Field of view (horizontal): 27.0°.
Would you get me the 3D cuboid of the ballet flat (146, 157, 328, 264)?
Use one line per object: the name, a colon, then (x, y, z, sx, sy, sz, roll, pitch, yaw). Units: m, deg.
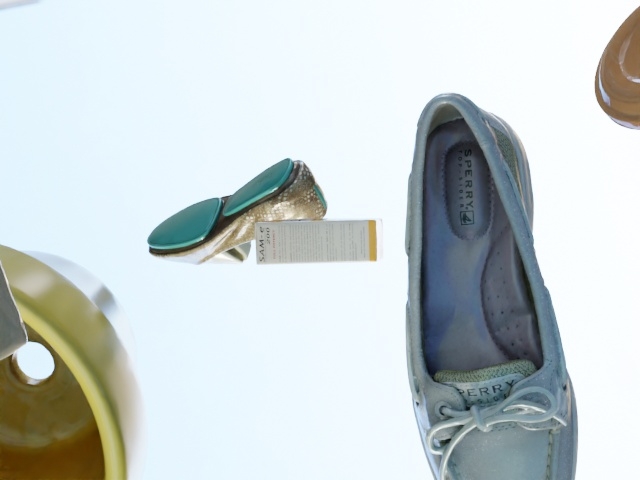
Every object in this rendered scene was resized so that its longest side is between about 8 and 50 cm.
ballet flat: (-0.074, -0.010, 1.206, 0.067, 0.206, 0.073, 45, -132, -24)

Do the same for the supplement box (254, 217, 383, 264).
supplement box: (0.000, 0.000, 1.088, 0.062, 0.098, 0.036, -17, -75, -82)

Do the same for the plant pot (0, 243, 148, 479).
plant pot: (-0.229, 0.111, 0.914, 0.239, 0.253, 0.254, -63, -36, -76)

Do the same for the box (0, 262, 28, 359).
box: (-0.254, -0.069, 0.539, 0.148, 0.121, 0.311, -35, -71, -58)

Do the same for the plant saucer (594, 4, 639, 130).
plant saucer: (0.156, -0.086, 0.591, 0.013, 0.083, 0.084, 38, -139, -30)

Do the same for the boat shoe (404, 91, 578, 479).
boat shoe: (0.110, 0.058, 0.933, 0.103, 0.118, 0.321, 22, -116, -71)
